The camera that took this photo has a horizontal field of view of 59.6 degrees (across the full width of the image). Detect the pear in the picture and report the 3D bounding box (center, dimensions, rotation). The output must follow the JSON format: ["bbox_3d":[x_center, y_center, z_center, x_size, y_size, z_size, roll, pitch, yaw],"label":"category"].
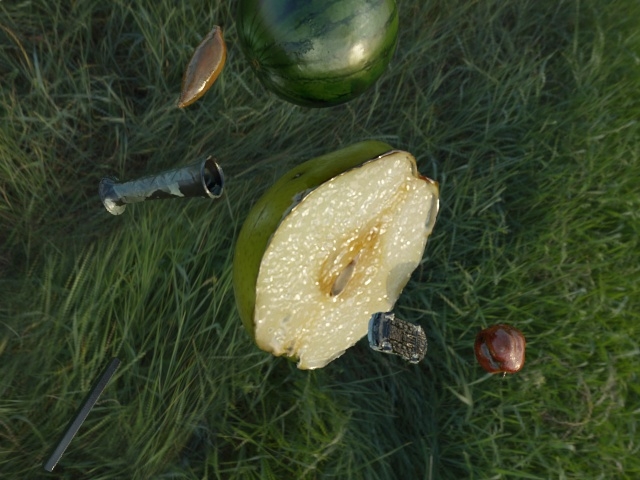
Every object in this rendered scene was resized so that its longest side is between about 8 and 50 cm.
[{"bbox_3d":[0.000,0.000,0.936,0.386,0.340,0.191,-53,47,-2],"label":"pear"}]

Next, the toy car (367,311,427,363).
[{"bbox_3d":[0.082,0.103,0.591,0.093,0.025,0.041,29,63,-43],"label":"toy car"}]

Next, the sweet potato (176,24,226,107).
[{"bbox_3d":[-0.119,-0.175,0.569,0.034,0.034,0.095,25,86,-7],"label":"sweet potato"}]

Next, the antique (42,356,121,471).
[{"bbox_3d":[-0.385,0.276,0.906,0.015,0.031,0.192,41,59,-23],"label":"antique"}]

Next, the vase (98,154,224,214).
[{"bbox_3d":[-0.219,-0.074,0.767,0.166,0.059,0.059,-7,71,17],"label":"vase"}]

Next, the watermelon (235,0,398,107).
[{"bbox_3d":[-0.002,-0.322,0.837,0.242,0.242,0.243,5,71,-14],"label":"watermelon"}]

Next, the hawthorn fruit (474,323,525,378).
[{"bbox_3d":[0.307,0.189,0.952,0.093,0.093,0.093,5,71,-14],"label":"hawthorn fruit"}]
